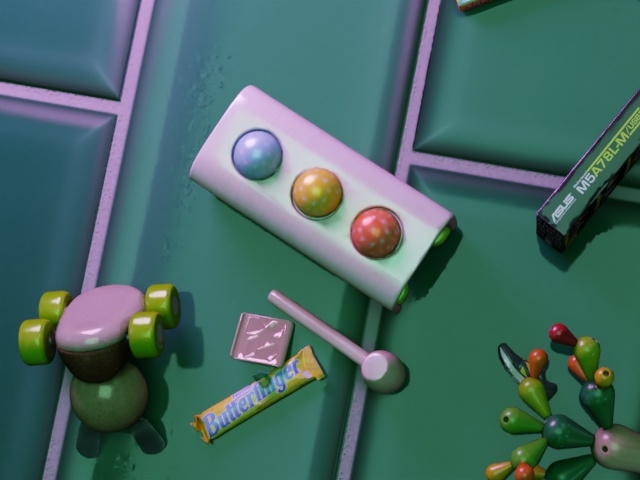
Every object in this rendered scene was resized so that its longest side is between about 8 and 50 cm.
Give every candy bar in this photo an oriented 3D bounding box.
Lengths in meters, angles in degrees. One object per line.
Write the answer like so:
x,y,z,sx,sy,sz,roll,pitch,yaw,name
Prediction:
-0.072,0.176,1.983,0.161,0.018,0.040,-31,80,2,candy bar

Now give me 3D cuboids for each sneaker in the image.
0.228,0.144,1.941,0.035,0.031,0.083,-38,88,-4,sneaker

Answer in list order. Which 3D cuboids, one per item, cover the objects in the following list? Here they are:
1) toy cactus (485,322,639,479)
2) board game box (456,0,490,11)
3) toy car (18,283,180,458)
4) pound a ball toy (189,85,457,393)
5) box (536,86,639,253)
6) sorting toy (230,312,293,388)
0.281,0.209,1.883,0.180,0.112,0.219,17,95,-9,toy cactus
0.175,-0.403,2.015,0.124,0.039,0.259,-20,78,4,board game box
-0.234,0.156,1.974,0.155,0.149,0.188,-4,111,11,toy car
0.000,0.000,1.936,0.319,0.136,0.208,34,88,11,pound a ball toy
0.300,-0.076,1.875,0.045,0.190,0.184,41,91,9,box
-0.069,0.125,1.981,0.062,0.012,0.083,11,67,9,sorting toy
